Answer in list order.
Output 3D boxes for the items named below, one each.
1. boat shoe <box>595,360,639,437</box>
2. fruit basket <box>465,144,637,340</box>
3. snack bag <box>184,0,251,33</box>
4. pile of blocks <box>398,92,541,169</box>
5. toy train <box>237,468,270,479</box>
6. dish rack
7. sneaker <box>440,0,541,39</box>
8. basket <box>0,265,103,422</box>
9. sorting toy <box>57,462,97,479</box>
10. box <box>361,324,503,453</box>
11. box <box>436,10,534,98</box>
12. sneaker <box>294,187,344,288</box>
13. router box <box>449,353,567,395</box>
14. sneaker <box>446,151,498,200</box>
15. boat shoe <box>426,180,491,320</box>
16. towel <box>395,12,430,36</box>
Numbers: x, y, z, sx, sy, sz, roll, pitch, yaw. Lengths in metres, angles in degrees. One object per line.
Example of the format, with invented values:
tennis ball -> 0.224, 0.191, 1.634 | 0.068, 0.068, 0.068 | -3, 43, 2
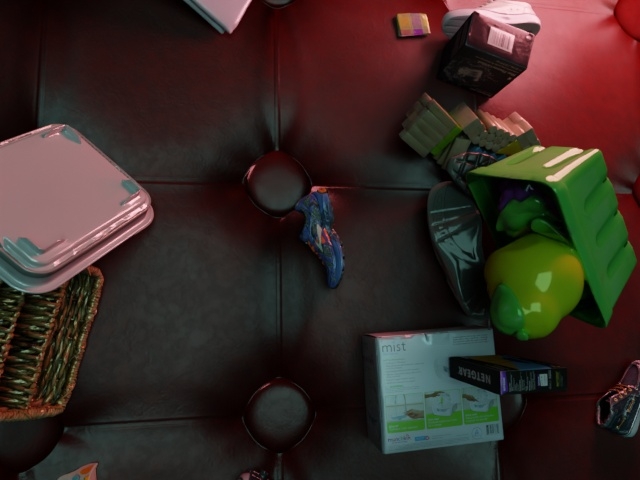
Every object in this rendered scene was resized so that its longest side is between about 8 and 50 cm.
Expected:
boat shoe -> 0.712, 0.363, 1.165 | 0.083, 0.065, 0.183 | 21, 80, -9
fruit basket -> 0.427, 0.034, 0.992 | 0.391, 0.283, 0.392 | -6, 105, -22
snack bag -> -0.250, -0.689, 1.086 | 0.323, 0.037, 0.343 | 34, 75, -28
pile of blocks -> 0.344, -0.252, 1.173 | 0.362, 0.149, 0.113 | 8, 38, -19
toy train -> -0.052, 0.589, 0.961 | 0.333, 0.142, 0.190 | 29, 66, -4
dish rack -> -0.486, -0.086, 0.896 | 0.285, 0.072, 0.333 | 42, 38, -3
sneaker -> 0.415, -0.547, 1.231 | 0.258, 0.094, 0.091 | -2, 62, -14
basket -> -0.550, 0.161, 0.876 | 0.222, 0.213, 0.299 | 16, 80, -8
sorting toy -> -0.466, 0.476, 0.943 | 0.075, 0.045, 0.083 | -8, 84, 7
box -> 0.232, 0.305, 1.050 | 0.261, 0.127, 0.231 | -3, 82, -11
box -> 0.382, -0.429, 1.162 | 0.155, 0.158, 0.093 | 18, 79, -8
sneaker -> 0.000, 0.000, 1.081 | 0.087, 0.083, 0.221 | -14, 80, 1
router box -> 0.344, 0.248, 0.927 | 0.133, 0.179, 0.046 | 1, 84, -14
sneaker -> 0.395, -0.131, 1.139 | 0.267, 0.106, 0.101 | 17, 98, -17
boat shoe -> 0.316, 0.024, 1.128 | 0.118, 0.103, 0.321 | -18, 81, -2
towel -> 0.227, -0.533, 1.223 | 0.083, 0.009, 0.060 | -9, 83, -13
